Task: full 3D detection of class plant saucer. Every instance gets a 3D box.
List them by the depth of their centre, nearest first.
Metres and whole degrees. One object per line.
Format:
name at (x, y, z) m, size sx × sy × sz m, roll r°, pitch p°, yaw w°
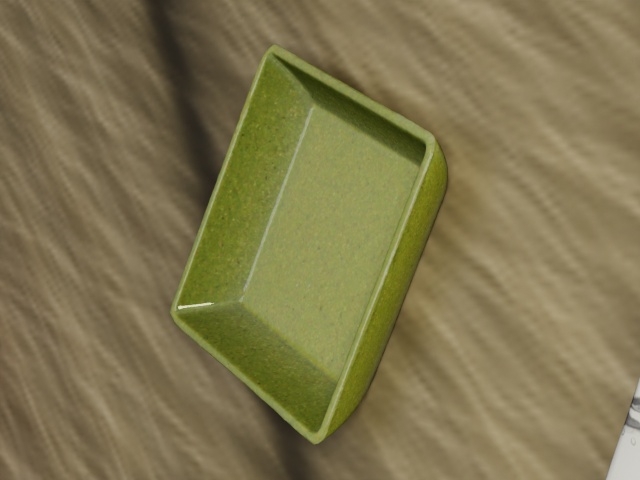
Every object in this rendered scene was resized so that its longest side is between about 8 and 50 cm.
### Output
plant saucer at (0.000, 0.000, 1.132) m, size 0.188 × 0.045 × 0.188 m, roll 35°, pitch 109°, yaw 51°

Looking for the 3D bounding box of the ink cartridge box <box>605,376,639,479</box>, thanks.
ink cartridge box at (0.213, 0.130, 0.757) m, size 0.198 × 0.114 × 0.273 m, roll 27°, pitch 103°, yaw 52°
